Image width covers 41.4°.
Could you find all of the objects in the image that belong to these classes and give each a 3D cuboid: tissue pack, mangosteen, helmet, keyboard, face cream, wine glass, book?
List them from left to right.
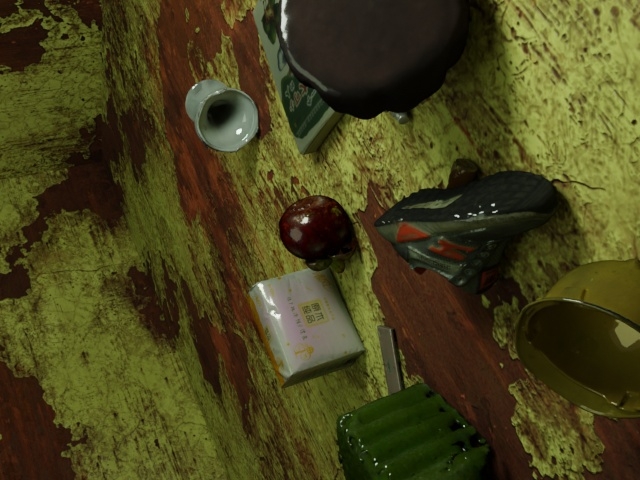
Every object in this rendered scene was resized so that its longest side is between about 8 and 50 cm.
[{"bbox_3d":[-0.260,-0.326,2.140,0.196,0.165,0.165,-134,38,-55],"label":"wine glass"},{"bbox_3d":[-0.045,-0.396,1.763,0.260,0.043,0.371,-47,60,62],"label":"book"},{"bbox_3d":[-0.037,0.188,1.880,0.225,0.185,0.124,66,154,21],"label":"tissue pack"},{"bbox_3d":[-0.010,-0.001,1.767,0.156,0.146,0.181,28,128,56],"label":"mangosteen"},{"bbox_3d":[0.120,-0.260,1.481,0.130,0.034,0.034,65,154,21],"label":"face cream"},{"bbox_3d":[0.146,0.254,1.722,0.055,0.017,0.166,5,107,60],"label":"keyboard"},{"bbox_3d":[0.358,0.100,1.022,0.205,0.140,0.257,36,159,9],"label":"helmet"}]

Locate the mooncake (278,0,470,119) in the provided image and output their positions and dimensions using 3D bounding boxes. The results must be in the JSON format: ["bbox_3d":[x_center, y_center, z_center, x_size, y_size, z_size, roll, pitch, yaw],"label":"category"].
[{"bbox_3d":[0.080,-0.320,1.257,0.141,0.283,0.283,34,-145,-73],"label":"mooncake"}]

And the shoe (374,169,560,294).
[{"bbox_3d":[0.231,0.006,1.274,0.336,0.132,0.171,-7,117,55],"label":"shoe"}]

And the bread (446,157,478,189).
[{"bbox_3d":[0.223,-0.088,1.343,0.047,0.036,0.083,52,149,40],"label":"bread"}]

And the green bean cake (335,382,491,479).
[{"bbox_3d":[0.183,0.467,1.539,0.335,0.218,0.319,-133,29,-59],"label":"green bean cake"}]
